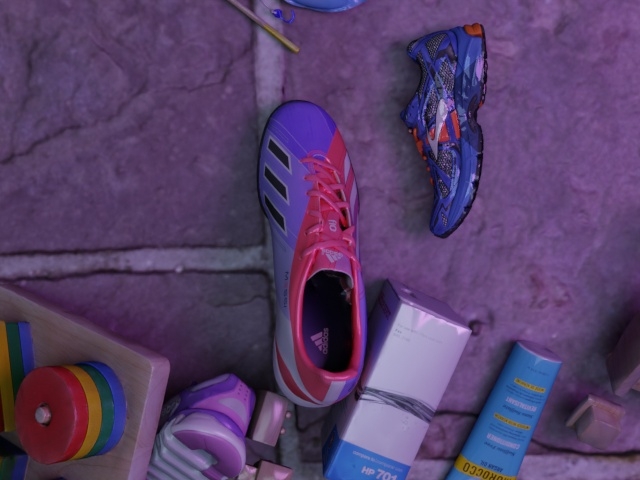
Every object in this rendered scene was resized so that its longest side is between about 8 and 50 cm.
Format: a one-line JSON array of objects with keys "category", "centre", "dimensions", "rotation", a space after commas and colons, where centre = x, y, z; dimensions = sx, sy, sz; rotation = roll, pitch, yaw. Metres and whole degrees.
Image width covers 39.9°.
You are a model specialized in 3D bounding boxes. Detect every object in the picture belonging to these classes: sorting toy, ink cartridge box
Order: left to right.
[{"category": "sorting toy", "centre": [-0.293, 0.199, 0.872], "dimensions": [0.257, 0.089, 0.255], "rotation": [18, 97, 35]}, {"category": "ink cartridge box", "centre": [0.071, 0.148, 0.903], "dimensions": [0.082, 0.139, 0.190], "rotation": [24, 96, -3]}]

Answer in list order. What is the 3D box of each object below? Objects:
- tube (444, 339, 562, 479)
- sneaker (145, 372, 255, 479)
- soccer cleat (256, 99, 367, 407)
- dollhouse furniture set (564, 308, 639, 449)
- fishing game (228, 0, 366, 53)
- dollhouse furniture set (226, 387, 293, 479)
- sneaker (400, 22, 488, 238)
[{"category": "tube", "centre": [0.197, 0.210, 0.960], "dimensions": [0.080, 0.052, 0.207], "rotation": [22, 101, 5]}, {"category": "sneaker", "centre": [-0.144, 0.201, 0.913], "dimensions": [0.095, 0.104, 0.236], "rotation": [42, 135, -20]}, {"category": "soccer cleat", "centre": [0.000, 0.000, 0.864], "dimensions": [0.109, 0.116, 0.318], "rotation": [1, 75, -15]}, {"category": "dollhouse furniture set", "centre": [0.476, 0.094, 0.923], "dimensions": [0.303, 0.173, 0.355], "rotation": [25, 122, -10]}, {"category": "fishing game", "centre": [0.007, -0.331, 0.907], "dimensions": [0.189, 0.041, 0.264], "rotation": [33, 103, -2]}, {"category": "dollhouse furniture set", "centre": [-0.035, 0.247, 0.928], "dimensions": [0.123, 0.144, 0.151], "rotation": [20, 78, -11]}, {"category": "sneaker", "centre": [0.126, -0.112, 0.916], "dimensions": [0.087, 0.083, 0.221], "rotation": [3, 91, 14]}]
